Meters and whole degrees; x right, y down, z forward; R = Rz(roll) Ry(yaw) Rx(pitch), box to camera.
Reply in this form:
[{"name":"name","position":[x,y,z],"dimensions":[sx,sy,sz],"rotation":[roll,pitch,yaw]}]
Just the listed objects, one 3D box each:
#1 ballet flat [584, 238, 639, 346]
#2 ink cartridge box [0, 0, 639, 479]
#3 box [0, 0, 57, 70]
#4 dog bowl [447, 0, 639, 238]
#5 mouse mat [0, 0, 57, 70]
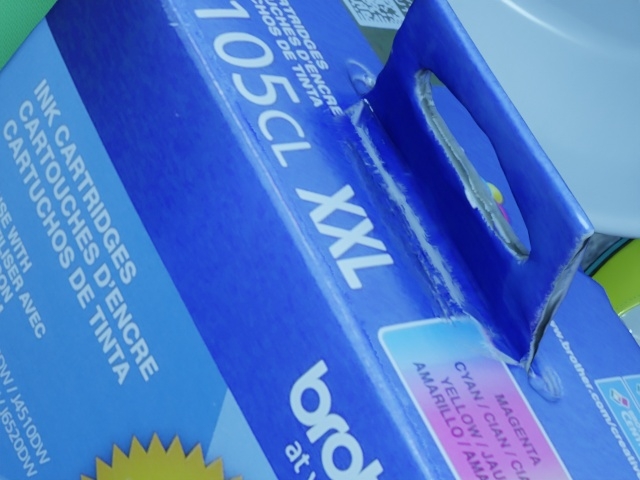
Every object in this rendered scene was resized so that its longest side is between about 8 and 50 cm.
[{"name":"ballet flat","position":[0.137,0.085,1.070],"dimensions":[0.231,0.077,0.077],"rotation":[-41,134,-3]},{"name":"ink cartridge box","position":[-0.038,0.074,0.713],"dimensions":[0.151,0.270,0.395],"rotation":[-2,145,-50]},{"name":"box","position":[-0.170,-0.116,0.718],"dimensions":[0.175,0.051,0.220],"rotation":[-43,139,-5]},{"name":"dog bowl","position":[0.093,-0.127,0.748],"dimensions":[0.104,0.265,0.265],"rotation":[-55,141,-28]},{"name":"mouse mat","position":[-0.115,-0.085,0.745],"dimensions":[0.152,0.007,0.190],"rotation":[-17,133,-30]}]
